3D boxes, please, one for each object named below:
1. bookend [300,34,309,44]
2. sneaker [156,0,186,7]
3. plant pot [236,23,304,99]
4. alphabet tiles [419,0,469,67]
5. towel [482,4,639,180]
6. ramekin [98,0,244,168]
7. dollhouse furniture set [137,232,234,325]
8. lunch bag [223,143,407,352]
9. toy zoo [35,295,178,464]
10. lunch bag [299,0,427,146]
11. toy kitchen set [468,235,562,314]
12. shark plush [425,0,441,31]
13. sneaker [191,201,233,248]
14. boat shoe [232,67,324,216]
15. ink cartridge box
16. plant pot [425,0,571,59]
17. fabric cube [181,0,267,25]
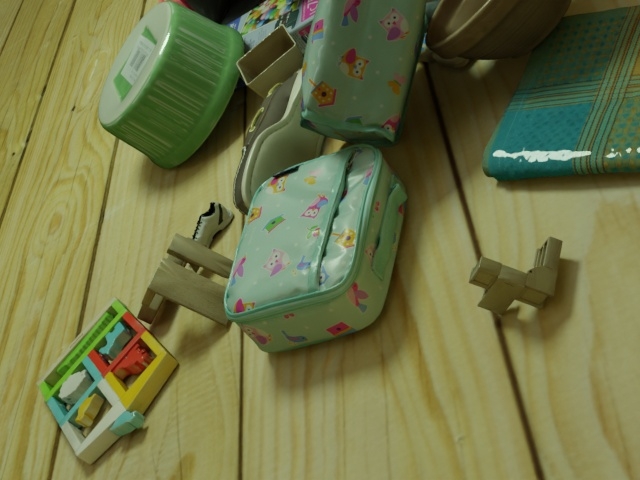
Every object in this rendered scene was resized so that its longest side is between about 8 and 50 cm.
[{"bbox_3d":[0.062,-0.354,1.518,0.157,0.072,0.156,-46,31,12],"label":"bookend"},{"bbox_3d":[-0.301,-0.584,2.104,0.116,0.136,0.314,-22,40,28],"label":"sneaker"},{"bbox_3d":[-0.068,-0.293,1.588,0.109,0.096,0.109,-39,34,9],"label":"plant pot"},{"bbox_3d":[0.260,-0.381,1.408,0.284,0.021,0.278,-50,35,-8],"label":"alphabet tiles"},{"bbox_3d":[0.386,-0.182,1.055,0.370,0.040,0.271,2,55,45],"label":"towel"},{"bbox_3d":[-0.292,-0.301,1.715,0.303,0.148,0.303,-36,39,37],"label":"ramekin"},{"bbox_3d":[-0.193,0.078,1.384,0.151,0.123,0.144,-56,10,52],"label":"dollhouse furniture set"},{"bbox_3d":[0.000,0.000,1.195,0.224,0.108,0.279,-18,42,33],"label":"lunch bag"},{"bbox_3d":[-0.322,0.211,1.375,0.192,0.030,0.293,-50,34,-8],"label":"toy zoo"},{"bbox_3d":[0.059,-0.250,1.287,0.262,0.160,0.223,-78,1,-88],"label":"lunch bag"},{"bbox_3d":[0.207,0.033,0.988,0.068,0.083,0.075,110,180,-57],"label":"toy kitchen set"},{"bbox_3d":[0.200,-0.352,1.359,0.161,0.067,0.073,-21,40,31],"label":"shark plush"},{"bbox_3d":[-0.191,-0.017,1.470,0.109,0.044,0.040,-54,37,-11],"label":"sneaker"},{"bbox_3d":[-0.066,-0.151,1.425,0.097,0.116,0.324,-18,38,40],"label":"boat shoe"},{"bbox_3d":[-0.097,-0.403,1.771,0.311,0.065,0.186,-26,38,28],"label":"ink cartridge box"},{"bbox_3d":[0.256,-0.323,1.208,0.237,0.110,0.237,-50,16,20],"label":"plant pot"},{"bbox_3d":[-0.179,-0.642,1.934,0.254,0.259,0.258,-15,42,37],"label":"fabric cube"}]
